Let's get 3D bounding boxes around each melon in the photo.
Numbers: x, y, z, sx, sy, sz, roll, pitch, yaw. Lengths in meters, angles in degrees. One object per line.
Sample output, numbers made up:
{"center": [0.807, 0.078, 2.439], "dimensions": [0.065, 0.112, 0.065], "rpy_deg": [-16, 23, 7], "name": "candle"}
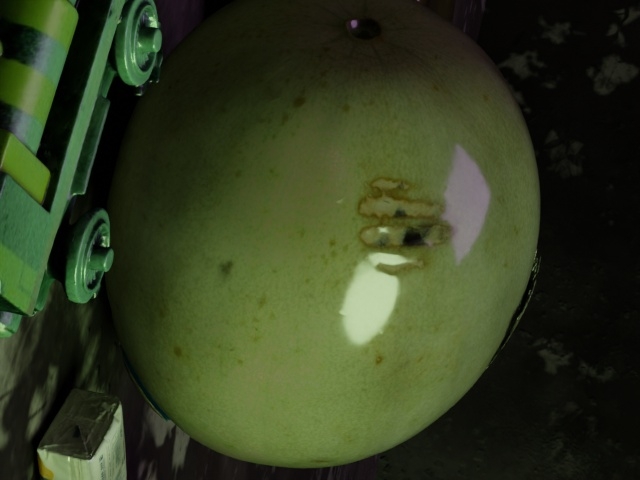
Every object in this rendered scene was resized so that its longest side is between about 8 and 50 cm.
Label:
{"center": [0.000, 0.000, 1.065], "dimensions": [0.268, 0.268, 0.330], "rpy_deg": [-70, 174, -48], "name": "melon"}

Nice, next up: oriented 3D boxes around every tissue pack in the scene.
{"center": [-0.142, 0.139, 1.037], "dimensions": [0.062, 0.042, 0.083], "rpy_deg": [-65, 163, -52], "name": "tissue pack"}

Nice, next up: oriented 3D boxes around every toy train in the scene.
{"center": [-0.132, -0.060, 0.776], "dimensions": [0.132, 0.083, 0.200], "rpy_deg": [61, 39, -71], "name": "toy train"}

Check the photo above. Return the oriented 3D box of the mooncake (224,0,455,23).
{"center": [0.018, -0.179, 1.324], "dimensions": [0.284, 0.155, 0.284], "rpy_deg": [10, 90, -83], "name": "mooncake"}
